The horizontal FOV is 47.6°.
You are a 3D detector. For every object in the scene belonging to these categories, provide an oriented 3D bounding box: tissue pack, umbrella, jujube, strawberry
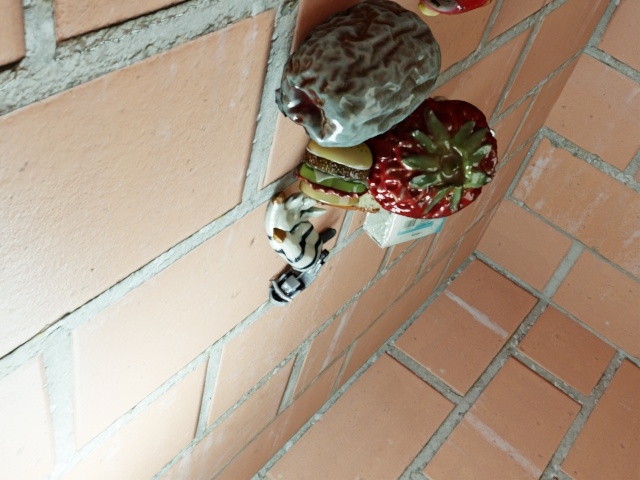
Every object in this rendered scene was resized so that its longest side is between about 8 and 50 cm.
[{"bbox_3d":[0.277,-0.103,2.213,0.271,0.124,0.201,-15,132,-40],"label":"tissue pack"},{"bbox_3d":[0.001,-0.001,1.967,0.036,0.031,0.133,-36,180,43],"label":"umbrella"},{"bbox_3d":[0.072,-0.303,1.303,0.317,0.226,0.226,-36,156,-30],"label":"jujube"},{"bbox_3d":[0.220,-0.188,1.712,0.317,0.295,0.345,-43,-164,-14],"label":"strawberry"}]

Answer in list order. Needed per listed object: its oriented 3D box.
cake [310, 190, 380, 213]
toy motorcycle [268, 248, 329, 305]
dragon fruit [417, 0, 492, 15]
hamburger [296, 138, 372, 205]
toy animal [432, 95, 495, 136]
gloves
[{"bbox_3d":[0.056,-0.141,1.840,0.221,0.116,0.086,8,119,-32],"label":"cake"},{"bbox_3d":[-0.066,0.098,1.901,0.215,0.080,0.122,-46,174,25],"label":"toy motorcycle"},{"bbox_3d":[0.265,-0.544,1.372,0.227,0.224,0.224,-52,162,-10],"label":"dragon fruit"},{"bbox_3d":[0.036,-0.162,1.567,0.175,0.175,0.136,-20,130,-60],"label":"hamburger"},{"bbox_3d":[0.334,-0.260,1.995,0.266,0.188,0.307,-88,-166,-52],"label":"toy animal"},{"bbox_3d":[-0.065,-0.032,1.644,0.140,0.131,0.218,-45,130,-18],"label":"gloves"}]
